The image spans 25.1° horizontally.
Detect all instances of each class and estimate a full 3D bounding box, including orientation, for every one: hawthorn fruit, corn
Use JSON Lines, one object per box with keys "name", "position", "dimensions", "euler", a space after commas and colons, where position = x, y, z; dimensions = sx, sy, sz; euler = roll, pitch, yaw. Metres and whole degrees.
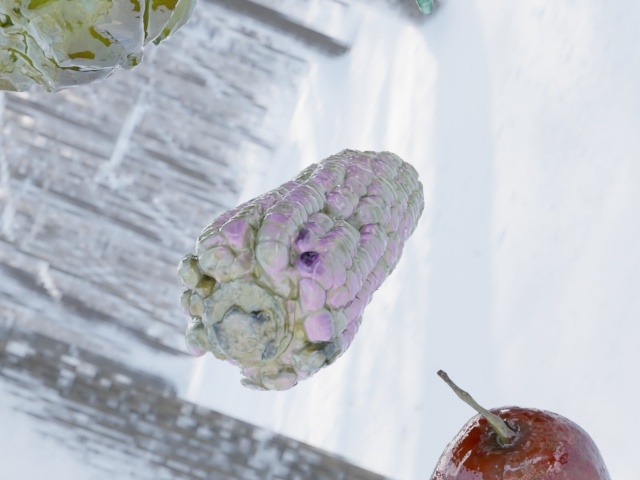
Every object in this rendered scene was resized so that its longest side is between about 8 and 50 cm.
{"name": "hawthorn fruit", "position": [0.154, 0.189, 1.120], "dimensions": [0.163, 0.162, 0.203], "euler": [-77, -16, -54]}
{"name": "corn", "position": [0.002, 0.002, 1.063], "dimensions": [0.127, 0.126, 0.335], "euler": [-67, -9, 25]}

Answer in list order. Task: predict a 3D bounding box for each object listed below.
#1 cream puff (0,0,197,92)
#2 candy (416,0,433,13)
{"name": "cream puff", "position": [-0.250, -0.252, 1.144], "dimensions": [0.378, 0.378, 0.276], "euler": [125, 133, -71]}
{"name": "candy", "position": [0.045, -0.200, 0.955], "dimensions": [0.194, 0.062, 0.058], "euler": [-111, 21, -49]}
